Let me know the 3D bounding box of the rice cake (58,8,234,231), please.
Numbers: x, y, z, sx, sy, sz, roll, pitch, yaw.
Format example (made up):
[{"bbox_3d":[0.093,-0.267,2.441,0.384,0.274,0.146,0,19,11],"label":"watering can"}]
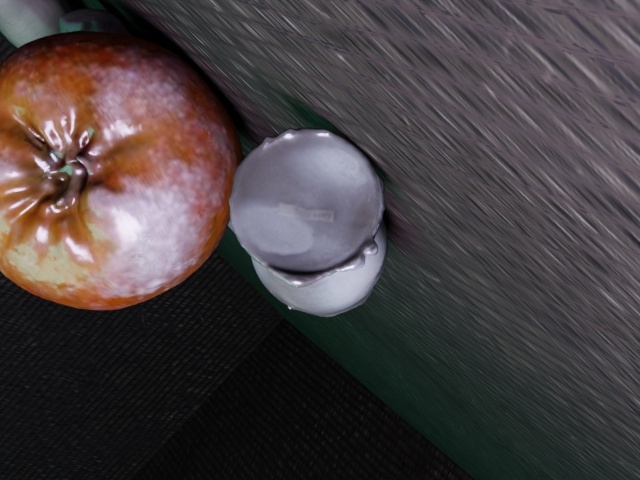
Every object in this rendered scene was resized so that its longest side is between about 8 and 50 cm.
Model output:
[{"bbox_3d":[-0.133,-0.101,1.212,0.072,0.056,0.365,29,165,47],"label":"rice cake"}]

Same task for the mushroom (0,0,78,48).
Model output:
[{"bbox_3d":[-0.314,-0.260,1.173,0.109,0.097,0.351,44,179,23],"label":"mushroom"}]

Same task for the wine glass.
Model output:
[{"bbox_3d":[0.000,0.000,0.838,0.103,0.103,0.222,43,174,11],"label":"wine glass"}]

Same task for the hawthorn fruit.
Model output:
[{"bbox_3d":[-0.189,-0.063,1.023,0.235,0.231,0.263,57,165,-19],"label":"hawthorn fruit"}]
